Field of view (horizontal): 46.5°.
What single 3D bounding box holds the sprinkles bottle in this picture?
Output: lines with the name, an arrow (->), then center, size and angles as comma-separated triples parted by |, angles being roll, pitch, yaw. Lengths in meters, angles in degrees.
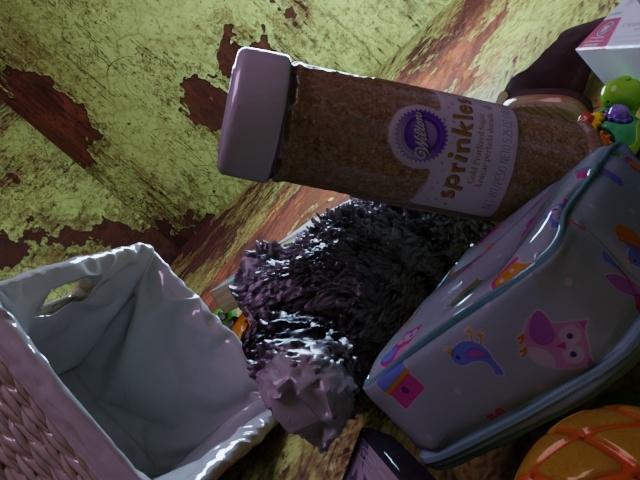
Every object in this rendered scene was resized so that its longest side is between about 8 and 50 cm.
sprinkles bottle -> 0.084, -0.091, 0.719 | 0.121, 0.356, 0.121 | -170, 90, -81

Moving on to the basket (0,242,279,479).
basket -> -0.277, 0.222, 0.957 | 0.266, 0.331, 0.328 | -49, -10, 22

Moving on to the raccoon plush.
raccoon plush -> 0.089, 0.041, 0.766 | 0.299, 0.216, 0.446 | -42, 17, 2

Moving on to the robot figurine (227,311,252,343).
robot figurine -> -0.137, 0.202, 1.225 | 0.211, 0.085, 0.291 | -46, 13, 12

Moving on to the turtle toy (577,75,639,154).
turtle toy -> 0.304, -0.115, 0.786 | 0.130, 0.066, 0.095 | -52, 14, -14

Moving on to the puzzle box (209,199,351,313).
puzzle box -> 0.000, 0.000, 1.268 | 0.272, 0.052, 0.409 | -37, 6, -33

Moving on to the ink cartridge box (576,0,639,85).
ink cartridge box -> 0.409, -0.256, 0.801 | 0.218, 0.092, 0.158 | -45, 14, 5

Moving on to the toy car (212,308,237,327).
toy car -> -0.167, 0.131, 1.576 | 0.225, 0.053, 0.239 | -45, 13, 14

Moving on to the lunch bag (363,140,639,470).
lunch bag -> 0.163, 0.046, 0.582 | 0.224, 0.108, 0.279 | -46, -6, 37

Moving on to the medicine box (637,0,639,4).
medicine box -> 0.370, -0.235, 0.503 | 0.289, 0.149, 0.263 | -30, 2, 24

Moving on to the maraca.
maraca -> 0.175, 0.139, 0.429 | 0.127, 0.099, 0.186 | -14, 17, 39

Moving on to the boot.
boot -> 0.318, -0.219, 0.975 | 0.206, 0.090, 0.248 | -51, 10, -5

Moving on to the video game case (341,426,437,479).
video game case -> 0.033, 0.273, 0.443 | 0.275, 0.035, 0.248 | -161, 91, -75
